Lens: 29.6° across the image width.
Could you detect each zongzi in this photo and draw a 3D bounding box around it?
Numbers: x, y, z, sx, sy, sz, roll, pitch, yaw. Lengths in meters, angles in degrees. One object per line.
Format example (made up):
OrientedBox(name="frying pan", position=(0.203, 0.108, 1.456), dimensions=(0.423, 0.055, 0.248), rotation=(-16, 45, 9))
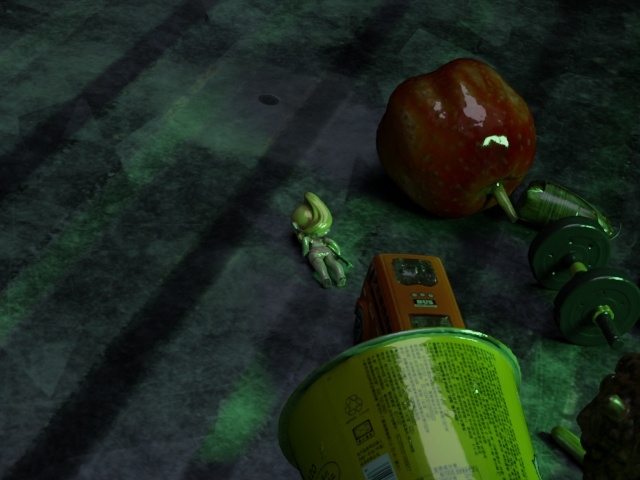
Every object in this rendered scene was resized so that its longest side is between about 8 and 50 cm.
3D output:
OrientedBox(name="zongzi", position=(0.460, -0.052, 2.240), dimensions=(0.187, 0.084, 0.184), rotation=(28, 18, 8))

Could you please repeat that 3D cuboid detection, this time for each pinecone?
OrientedBox(name="pinecone", position=(0.449, 0.255, 1.484), dimensions=(0.257, 0.244, 0.243), rotation=(19, 35, 5))

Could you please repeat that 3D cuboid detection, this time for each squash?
OrientedBox(name="squash", position=(0.365, 0.297, 1.746), dimensions=(0.027, 0.027, 0.083), rotation=(-16, 42, -33))

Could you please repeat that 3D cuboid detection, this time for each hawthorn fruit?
OrientedBox(name="hawthorn fruit", position=(0.266, -0.159, 2.191), dimensions=(0.287, 0.287, 0.330), rotation=(-12, 56, -29))

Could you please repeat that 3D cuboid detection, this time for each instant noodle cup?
OrientedBox(name="instant noodle cup", position=(0.130, 0.299, 1.458), dimensions=(0.325, 0.326, 0.254), rotation=(-2, 45, -17))

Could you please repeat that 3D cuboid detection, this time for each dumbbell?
OrientedBox(name="dumbbell", position=(0.431, 0.065, 1.990), dimensions=(0.143, 0.143, 0.325), rotation=(2, 36, -12))

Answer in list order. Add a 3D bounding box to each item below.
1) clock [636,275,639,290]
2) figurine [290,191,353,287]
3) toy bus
OrientedBox(name="clock", position=(0.655, 0.112, 2.032), dimensions=(0.253, 0.083, 0.186), rotation=(-12, 41, -28))
OrientedBox(name="figurine", position=(0.000, 0.000, 2.042), dimensions=(0.083, 0.083, 0.187), rotation=(-4, 47, -19))
OrientedBox(name="toy bus", position=(0.145, 0.163, 1.771), dimensions=(0.142, 0.153, 0.329), rotation=(4, 35, -11))
